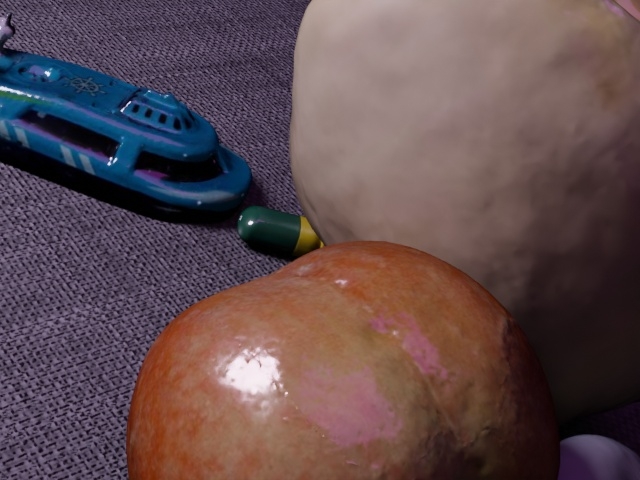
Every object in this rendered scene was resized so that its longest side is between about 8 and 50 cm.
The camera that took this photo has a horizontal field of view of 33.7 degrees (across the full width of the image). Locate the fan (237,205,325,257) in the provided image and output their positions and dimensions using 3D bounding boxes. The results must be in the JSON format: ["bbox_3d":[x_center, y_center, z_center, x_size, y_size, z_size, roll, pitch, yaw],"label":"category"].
[{"bbox_3d":[0.000,0.000,0.956,0.155,0.039,0.082,13,37,-14],"label":"fan"}]

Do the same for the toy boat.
[{"bbox_3d":[-0.198,-0.116,0.953,0.299,0.092,0.134,20,32,-5],"label":"toy boat"}]

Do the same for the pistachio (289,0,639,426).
[{"bbox_3d":[0.142,-0.040,0.795,0.365,0.445,0.281,9,45,38],"label":"pistachio"}]

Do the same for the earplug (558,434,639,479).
[{"bbox_3d":[0.267,0.249,0.663,0.325,0.175,0.214,32,23,11],"label":"earplug"}]

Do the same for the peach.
[{"bbox_3d":[0.006,0.120,0.632,0.252,0.252,0.252,16,36,-12],"label":"peach"}]
